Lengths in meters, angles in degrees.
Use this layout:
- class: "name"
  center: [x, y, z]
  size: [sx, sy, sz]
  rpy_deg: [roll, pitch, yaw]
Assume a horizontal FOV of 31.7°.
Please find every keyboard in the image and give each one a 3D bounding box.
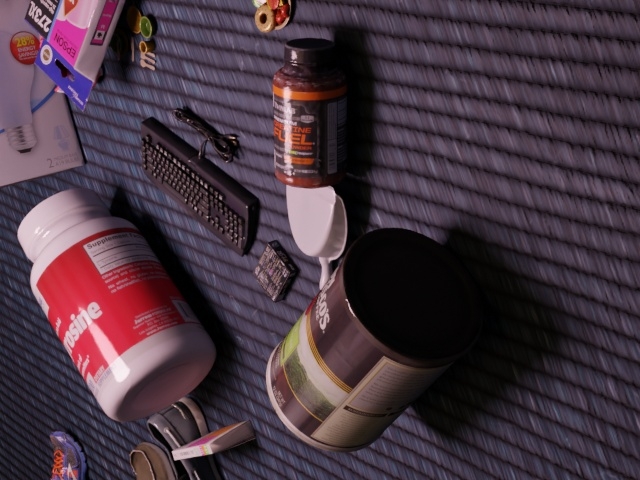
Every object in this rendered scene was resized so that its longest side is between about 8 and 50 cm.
- class: "keyboard"
  center: [-0.213, -0.122, 1.911]
  size: [0.317, 0.033, 0.201]
  rpy_deg: [37, 131, 36]

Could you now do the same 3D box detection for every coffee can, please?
- class: "coffee can"
  center: [0.067, 0.142, 1.533]
  size: [0.201, 0.201, 0.275]
  rpy_deg: [56, 141, 19]

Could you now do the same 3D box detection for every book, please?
- class: "book"
  center: [-0.197, 0.367, 2.047]
  size: [0.144, 0.096, 0.035]
  rpy_deg: [-23, 88, 53]

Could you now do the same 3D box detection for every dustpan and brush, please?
- class: "dustpan and brush"
  center: [0.000, 0.000, 1.687]
  size: [0.147, 0.060, 0.211]
  rpy_deg: [34, 124, 53]

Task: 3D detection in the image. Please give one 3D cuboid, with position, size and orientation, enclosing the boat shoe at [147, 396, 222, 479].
- class: "boat shoe"
  center: [-0.250, 0.465, 2.154]
  size: [0.116, 0.099, 0.319]
  rpy_deg: [-9, 98, 52]

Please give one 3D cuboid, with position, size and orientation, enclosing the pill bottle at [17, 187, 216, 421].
- class: "pill bottle"
  center: [-0.385, 0.108, 2.062]
  size: [0.407, 0.229, 0.229]
  rpy_deg: [53, 140, 22]

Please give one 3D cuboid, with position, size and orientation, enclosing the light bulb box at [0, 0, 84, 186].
- class: "light bulb box"
  center: [-0.704, -0.266, 2.193]
  size: [0.225, 0.358, 0.361]
  rpy_deg: [-8, 100, 51]

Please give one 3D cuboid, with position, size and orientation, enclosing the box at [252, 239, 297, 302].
- class: "box"
  center: [-0.074, 0.051, 1.821]
  size: [0.067, 0.018, 0.083]
  rpy_deg: [52, 139, 24]

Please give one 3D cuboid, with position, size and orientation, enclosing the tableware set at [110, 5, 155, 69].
- class: "tableware set"
  center: [-0.337, -0.361, 1.968]
  size: [0.154, 0.024, 0.104]
  rpy_deg: [31, 128, 41]

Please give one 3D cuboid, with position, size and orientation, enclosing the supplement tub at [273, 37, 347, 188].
- class: "supplement tub"
  center: [-0.015, -0.179, 1.576]
  size: [0.106, 0.106, 0.198]
  rpy_deg: [23, 122, 45]

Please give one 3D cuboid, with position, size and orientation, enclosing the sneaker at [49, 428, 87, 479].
- class: "sneaker"
  center: [-0.592, 0.548, 2.629]
  size: [0.083, 0.087, 0.221]
  rpy_deg: [-10, 97, 52]

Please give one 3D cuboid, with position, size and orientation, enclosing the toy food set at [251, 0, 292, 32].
- class: "toy food set"
  center: [-0.072, -0.349, 1.644]
  size: [0.083, 0.020, 0.082]
  rpy_deg: [-5, 101, 53]

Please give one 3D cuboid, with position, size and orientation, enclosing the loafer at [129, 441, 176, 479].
- class: "loafer"
  center: [-0.334, 0.506, 2.271]
  size: [0.251, 0.087, 0.094]
  rpy_deg: [47, 138, 43]

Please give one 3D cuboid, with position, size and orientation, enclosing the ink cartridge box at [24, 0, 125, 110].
- class: "ink cartridge box"
  center: [-0.411, -0.424, 1.928]
  size: [0.176, 0.069, 0.371]
  rpy_deg: [43, 121, 31]

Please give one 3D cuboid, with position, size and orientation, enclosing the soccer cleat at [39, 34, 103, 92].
- class: "soccer cleat"
  center: [-0.490, -0.385, 2.090]
  size: [0.083, 0.095, 0.248]
  rpy_deg: [-35, 77, 52]
